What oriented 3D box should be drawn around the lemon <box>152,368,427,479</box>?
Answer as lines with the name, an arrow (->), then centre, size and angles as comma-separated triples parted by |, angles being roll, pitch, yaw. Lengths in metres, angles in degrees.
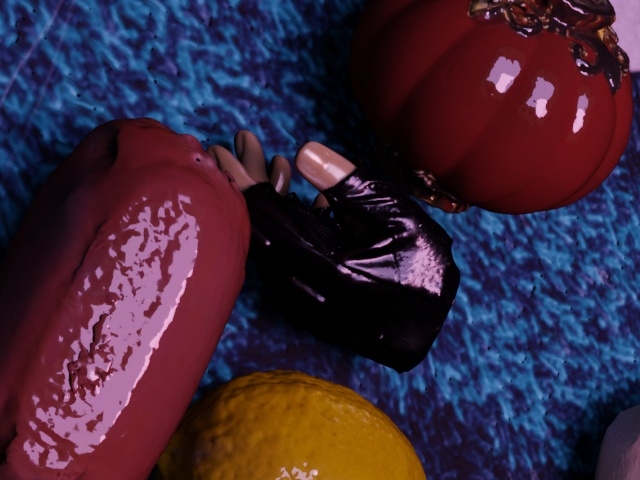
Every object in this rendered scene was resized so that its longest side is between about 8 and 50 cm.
lemon -> -0.020, 0.177, 0.997 | 0.193, 0.180, 0.180 | 43, 62, -2

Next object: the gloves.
gloves -> 0.000, 0.000, 1.055 | 0.203, 0.164, 0.124 | 26, 51, -6

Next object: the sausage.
sausage -> -0.141, 0.052, 0.940 | 0.152, 0.152, 0.279 | 33, 71, -27

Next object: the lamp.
lamp -> 0.125, -0.114, 1.108 | 0.227, 0.227, 0.227 | 4, 83, -34

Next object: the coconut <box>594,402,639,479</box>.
coconut -> 0.307, 0.202, 1.217 | 0.171, 0.171, 0.183 | 23, 76, -30
